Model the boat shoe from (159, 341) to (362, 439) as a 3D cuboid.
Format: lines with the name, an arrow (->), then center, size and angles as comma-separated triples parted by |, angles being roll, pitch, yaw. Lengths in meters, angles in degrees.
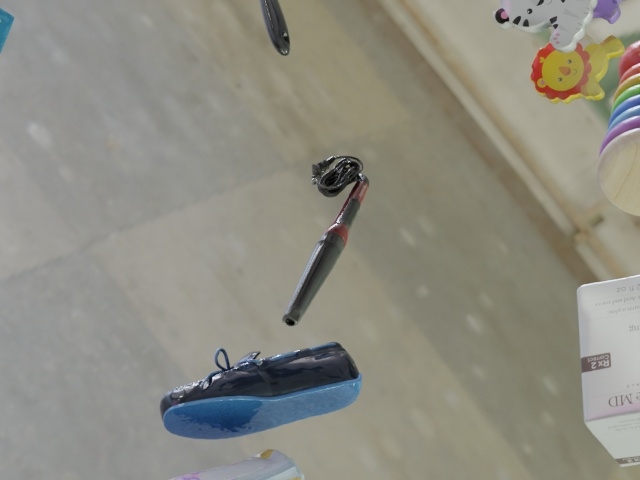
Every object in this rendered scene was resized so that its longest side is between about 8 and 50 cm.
boat shoe -> -0.080, 0.186, 2.007 | 0.258, 0.109, 0.089 | -5, 52, -22

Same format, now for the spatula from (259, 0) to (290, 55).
spatula -> -0.059, -0.314, 1.787 | 0.084, 0.030, 0.296 | 40, 33, -46

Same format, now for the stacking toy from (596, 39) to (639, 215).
stacking toy -> 0.465, -0.183, 2.268 | 0.141, 0.141, 0.330 | 42, 35, -22

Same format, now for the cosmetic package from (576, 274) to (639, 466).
cosmetic package -> 0.404, 0.152, 1.918 | 0.151, 0.151, 0.183 | 46, 38, -49

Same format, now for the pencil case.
pencil case -> -0.142, 0.324, 1.892 | 0.273, 0.124, 0.113 | -7, 36, -44

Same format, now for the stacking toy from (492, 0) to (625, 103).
stacking toy -> 0.173, -0.191, 0.918 | 0.052, 0.221, 0.167 | 27, 2, 16

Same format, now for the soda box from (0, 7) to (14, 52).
soda box -> -0.375, -0.159, 1.596 | 0.071, 0.067, 0.210 | 35, 41, -25

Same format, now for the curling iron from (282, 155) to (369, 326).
curling iron -> 0.000, 0.000, 1.773 | 0.068, 0.035, 0.274 | 11, 45, 7
